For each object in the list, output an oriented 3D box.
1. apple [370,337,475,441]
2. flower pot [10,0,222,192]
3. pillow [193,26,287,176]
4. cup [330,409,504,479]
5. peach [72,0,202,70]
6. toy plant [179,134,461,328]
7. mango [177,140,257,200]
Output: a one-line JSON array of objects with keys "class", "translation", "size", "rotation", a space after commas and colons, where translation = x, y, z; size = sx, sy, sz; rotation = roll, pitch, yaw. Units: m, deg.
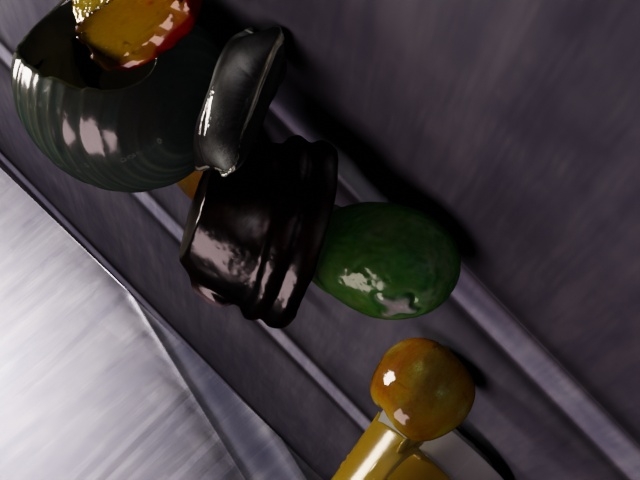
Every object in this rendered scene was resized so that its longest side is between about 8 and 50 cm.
[{"class": "apple", "translation": [0.106, 0.159, 1.725], "size": [0.114, 0.102, 0.099], "rotation": [39, 167, 31]}, {"class": "flower pot", "translation": [-0.185, -0.141, 1.507], "size": [0.243, 0.189, 0.157], "rotation": [31, 159, 51]}, {"class": "pillow", "translation": [-0.071, -0.119, 1.370], "size": [0.091, 0.136, 0.055], "rotation": [19, 174, 39]}, {"class": "cup", "translation": [0.092, 0.309, 1.961], "size": [0.185, 0.226, 0.241], "rotation": [39, 174, 26]}, {"class": "peach", "translation": [-0.159, -0.223, 1.354], "size": [0.151, 0.118, 0.151], "rotation": [-20, -90, -89]}, {"class": "toy plant", "translation": [0.000, 0.000, 1.453], "size": [0.235, 0.175, 0.218], "rotation": [15, 179, -9]}, {"class": "mango", "translation": [-0.111, -0.096, 1.662], "size": [0.115, 0.090, 0.178], "rotation": [49, 161, 19]}]
